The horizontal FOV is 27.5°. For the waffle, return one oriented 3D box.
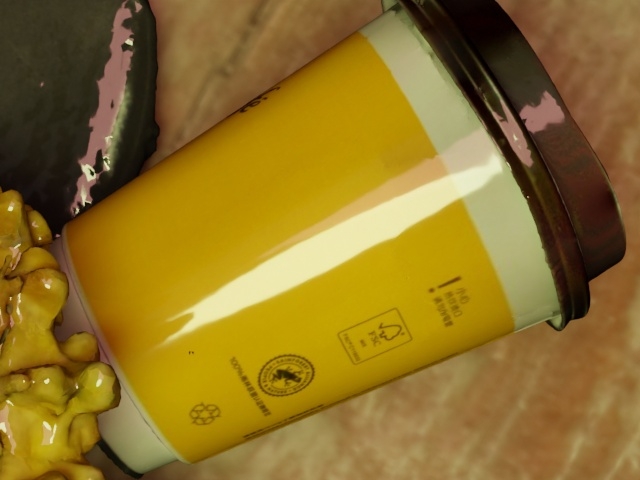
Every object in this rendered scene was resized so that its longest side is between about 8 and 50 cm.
[{"bbox_3d":[-0.177,0.115,0.598,0.069,0.260,0.293,13,106,-40],"label":"waffle"}]

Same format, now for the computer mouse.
[{"bbox_3d":[-0.233,-0.093,0.708,0.295,0.087,0.168,16,90,-17],"label":"computer mouse"}]

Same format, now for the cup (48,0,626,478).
[{"bbox_3d":[0.000,0.000,0.671,0.279,0.196,0.196,-27,86,1],"label":"cup"}]
